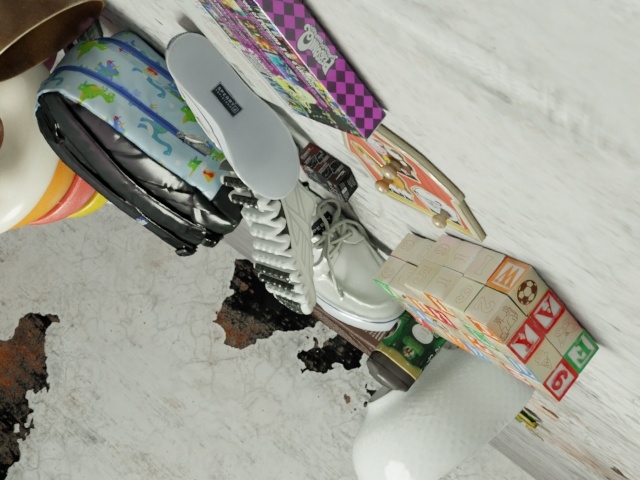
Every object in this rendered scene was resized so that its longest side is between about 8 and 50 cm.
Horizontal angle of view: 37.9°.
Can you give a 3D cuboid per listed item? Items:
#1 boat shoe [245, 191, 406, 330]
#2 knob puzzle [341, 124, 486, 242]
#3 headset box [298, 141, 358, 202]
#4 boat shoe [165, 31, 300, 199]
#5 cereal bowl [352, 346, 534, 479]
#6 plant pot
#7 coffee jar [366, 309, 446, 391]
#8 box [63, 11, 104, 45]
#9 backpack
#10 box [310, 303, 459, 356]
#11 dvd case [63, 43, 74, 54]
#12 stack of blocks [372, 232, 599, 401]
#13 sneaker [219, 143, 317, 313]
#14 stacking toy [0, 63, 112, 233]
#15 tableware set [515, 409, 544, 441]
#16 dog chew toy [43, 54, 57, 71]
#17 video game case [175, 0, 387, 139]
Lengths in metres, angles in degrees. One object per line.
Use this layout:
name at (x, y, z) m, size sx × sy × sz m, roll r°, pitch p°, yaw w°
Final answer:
boat shoe at (0.005, -0.006, 1.531) m, size 0.367 × 0.136 × 0.156 m, roll 44°, pitch 161°, yaw 23°
knob puzzle at (0.087, -0.074, 1.068) m, size 0.213 × 0.030 × 0.213 m, roll 39°, pitch 172°, yaw 7°
headset box at (0.007, -0.096, 1.293) m, size 0.083 × 0.032 × 0.062 m, roll 37°, pitch 171°, yaw 25°
boat shoe at (-0.116, -0.171, 1.255) m, size 0.258 × 0.095 × 0.084 m, roll 59°, pitch 174°, yaw -21°
cereal bowl at (0.182, 0.279, 1.550) m, size 0.141 × 0.339 × 0.339 m, roll 53°, pitch 172°, yaw 2°
plant pot at (-0.472, -0.384, 1.360) m, size 0.230 × 0.215 × 0.215 m, roll 55°, pitch 170°, yaw -7°
coffee jar at (0.150, 0.151, 1.452) m, size 0.079 × 0.184 × 0.096 m, roll 40°, pitch 172°, yaw -1°
box at (-0.458, -0.413, 1.576) m, size 0.175 × 0.051 × 0.220 m, roll 40°, pitch 172°, yaw -2°
backpack at (-0.292, -0.165, 1.522) m, size 0.355 × 0.273 × 0.290 m, roll 25°, pitch 161°, yaw -19°
box at (0.083, 0.128, 1.812) m, size 0.381 × 0.143 × 0.191 m, roll 30°, pitch 168°, yaw 41°
dvd case at (-0.480, -0.346, 1.830) m, size 0.253 × 0.022 × 0.180 m, roll -178°, pitch 70°, yaw -76°
stack of blocks at (0.193, 0.078, 1.210) m, size 0.171 × 0.087 × 0.297 m, roll 44°, pitch 171°, yaw -30°
sneaker at (-0.048, -0.018, 1.397) m, size 0.110 × 0.118 × 0.292 m, roll 19°, pitch 135°, yaw 46°
stacking toy at (-0.507, -0.144, 1.813) m, size 0.350 × 0.351 × 0.480 m, roll 35°, pitch -173°, yaw 27°
tableware set at (0.431, 0.372, 1.989) m, size 0.104 × 0.024 × 0.154 m, roll 37°, pitch 173°, yaw 38°
dog chew toy at (-0.620, -0.405, 1.793) m, size 0.206 × 0.207 × 0.332 m, roll 40°, pitch 172°, yaw -5°
video game case at (-0.062, -0.210, 0.944) m, size 0.210 × 0.042 × 0.232 m, roll 30°, pitch 168°, yaw 49°
